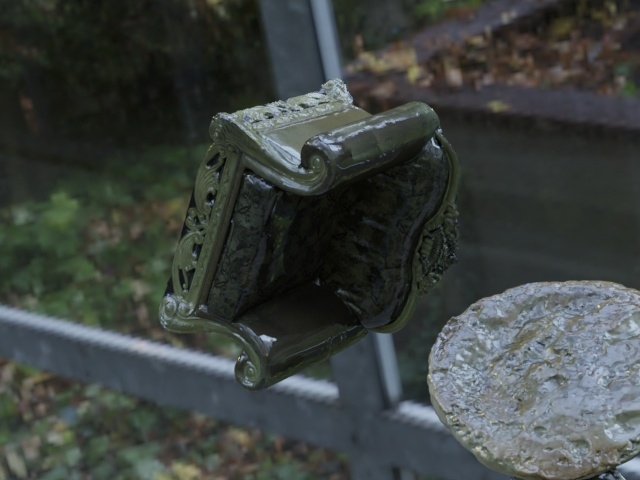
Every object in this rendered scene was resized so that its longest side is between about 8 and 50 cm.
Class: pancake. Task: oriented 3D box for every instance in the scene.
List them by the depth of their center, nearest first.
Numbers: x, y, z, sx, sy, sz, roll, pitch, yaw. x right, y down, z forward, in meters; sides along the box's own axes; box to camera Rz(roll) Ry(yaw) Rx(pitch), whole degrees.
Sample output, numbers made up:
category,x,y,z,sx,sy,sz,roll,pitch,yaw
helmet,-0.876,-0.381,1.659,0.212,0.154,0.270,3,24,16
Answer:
category,x,y,z,sx,sy,sz,roll,pitch,yaw
pancake,0.121,0.066,0.751,0.139,0.022,0.139,-9,36,7

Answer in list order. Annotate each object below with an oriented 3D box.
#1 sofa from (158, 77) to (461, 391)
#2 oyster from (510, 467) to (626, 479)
category,x,y,z,sx,sy,sz,roll,pitch,yaw
sofa,0.000,0.000,1.359,0.182,0.258,0.200,32,30,25
oyster,0.256,0.293,1.480,0.083,0.223,0.214,-37,69,-27
